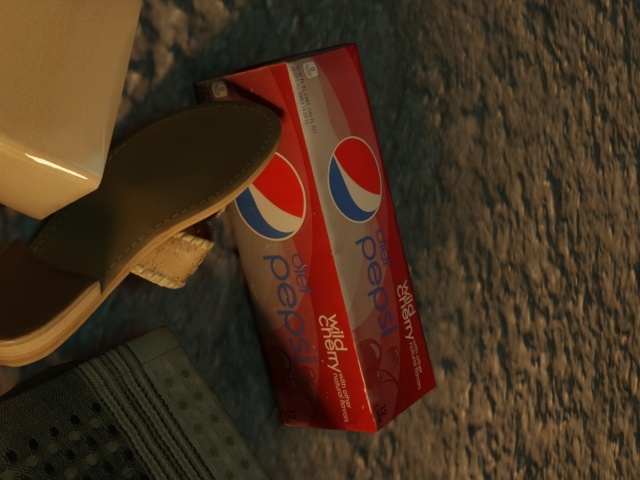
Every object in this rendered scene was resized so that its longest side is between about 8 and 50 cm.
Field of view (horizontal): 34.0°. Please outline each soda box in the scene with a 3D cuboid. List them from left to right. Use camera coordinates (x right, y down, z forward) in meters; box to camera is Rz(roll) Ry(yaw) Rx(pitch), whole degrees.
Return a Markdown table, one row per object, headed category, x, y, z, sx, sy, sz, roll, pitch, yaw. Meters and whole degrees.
| category | x | y | z | sx | sy | sz | roll | pitch | yaw |
| --- | --- | --- | --- | --- | --- | --- | --- | --- | --- |
| soda box | 0.000 | 0.000 | 0.746 | 0.083 | 0.092 | 0.263 | -27 | 107 | -48 |

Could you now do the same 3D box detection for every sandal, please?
| category | x | y | z | sx | sy | sz | roll | pitch | yaw |
| --- | --- | --- | --- | --- | --- | --- | --- | --- | --- |
| sandal | -0.115 | 0.004 | 0.644 | 0.240 | 0.088 | 0.079 | -44 | 151 | -34 |

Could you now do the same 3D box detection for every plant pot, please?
| category | x | y | z | sx | sy | sz | roll | pitch | yaw |
| --- | --- | --- | --- | --- | --- | --- | --- | --- | --- |
| plant pot | -0.167 | -0.083 | 0.549 | 0.096 | 0.109 | 0.109 | 18 | 73 | -29 |

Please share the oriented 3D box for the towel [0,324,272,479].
| category | x | y | z | sx | sy | sz | roll | pitch | yaw |
| --- | --- | --- | --- | --- | --- | --- | --- | --- | --- |
| towel | -0.096 | 0.219 | 0.540 | 0.324 | 0.056 | 0.312 | 56 | 32 | 6 |
